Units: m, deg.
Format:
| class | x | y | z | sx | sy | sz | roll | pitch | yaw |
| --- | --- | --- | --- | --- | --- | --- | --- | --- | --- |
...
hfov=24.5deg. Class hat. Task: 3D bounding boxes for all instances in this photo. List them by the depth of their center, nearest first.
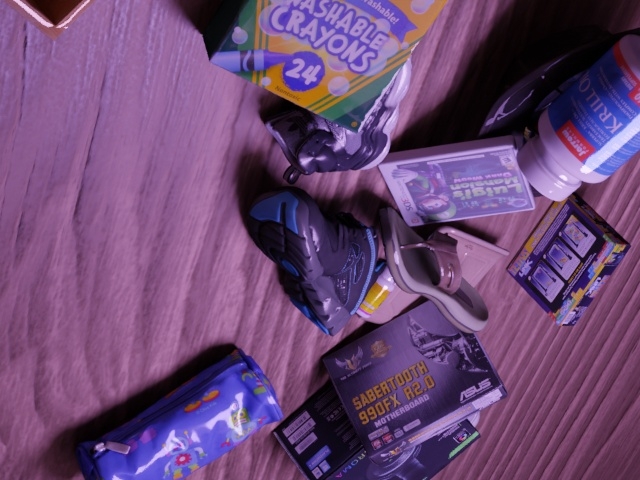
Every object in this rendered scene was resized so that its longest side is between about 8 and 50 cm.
| class | x | y | z | sx | sy | sz | roll | pitch | yaw |
| --- | --- | --- | --- | --- | --- | --- | --- | --- | --- |
| hat | 0.352 | -0.213 | 2.060 | 0.331 | 0.134 | 0.331 | -13 | 144 | -10 |

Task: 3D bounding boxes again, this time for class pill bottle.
| class | x | y | z | sx | sy | sz | roll | pitch | yaw |
| --- | --- | --- | --- | --- | --- | --- | --- | --- | --- |
| pill bottle | 0.363 | -0.153 | 1.921 | 0.124 | 0.124 | 0.221 | 6 | 138 | -47 |
| pill bottle | 0.081 | 0.073 | 2.202 | 0.083 | 0.043 | 0.043 | -50 | 145 | 15 |

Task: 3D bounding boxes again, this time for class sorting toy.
| class | x | y | z | sx | sy | sz | roll | pitch | yaw |
| --- | --- | --- | --- | --- | --- | --- | --- | --- | --- |
| sorting toy | 0.173 | 0.062 | 2.292 | 0.208 | 0.038 | 0.193 | -46 | 146 | 18 |

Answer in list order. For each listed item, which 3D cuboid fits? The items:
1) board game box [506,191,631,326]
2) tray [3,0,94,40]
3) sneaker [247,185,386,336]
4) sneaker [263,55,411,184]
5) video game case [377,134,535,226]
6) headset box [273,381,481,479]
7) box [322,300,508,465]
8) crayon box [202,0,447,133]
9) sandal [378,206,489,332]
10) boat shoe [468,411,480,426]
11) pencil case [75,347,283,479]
| class | x | y | z | sx | sy | sz | roll | pitch | yaw |
| --- | --- | --- | --- | --- | --- | --- | --- | --- | --- |
| board game box | 0.396 | 0.029 | 2.366 | 0.048 | 0.141 | 0.170 | 5 | 126 | -45 |
| tray | -0.301 | -0.363 | 1.317 | 0.203 | 0.076 | 0.411 | -43 | 145 | 5 |
| sneaker | 0.000 | 0.000 | 1.996 | 0.139 | 0.125 | 0.341 | -44 | 156 | -11 |
| sneaker | 0.018 | -0.171 | 1.811 | 0.153 | 0.101 | 0.268 | -24 | 145 | -27 |
| video game case | 0.192 | -0.080 | 2.063 | 0.190 | 0.022 | 0.173 | -8 | 149 | 15 |
| headset box | 0.101 | 0.320 | 2.426 | 0.246 | 0.131 | 0.283 | -41 | 147 | 2 |
| box | 0.143 | 0.209 | 2.254 | 0.231 | 0.183 | 0.056 | -28 | 152 | 5 |
| crayon box | 0.037 | -0.300 | 1.633 | 0.203 | 0.083 | 0.323 | 24 | 114 | -24 |
| sandal | 0.173 | 0.032 | 2.130 | 0.086 | 0.120 | 0.303 | -27 | 141 | 24 |
| boat shoe | 0.180 | 0.350 | 2.594 | 0.227 | 0.079 | 0.081 | -43 | 137 | -4 |
| pencil case | -0.203 | 0.270 | 2.089 | 0.306 | 0.119 | 0.133 | -30 | 143 | -15 |
